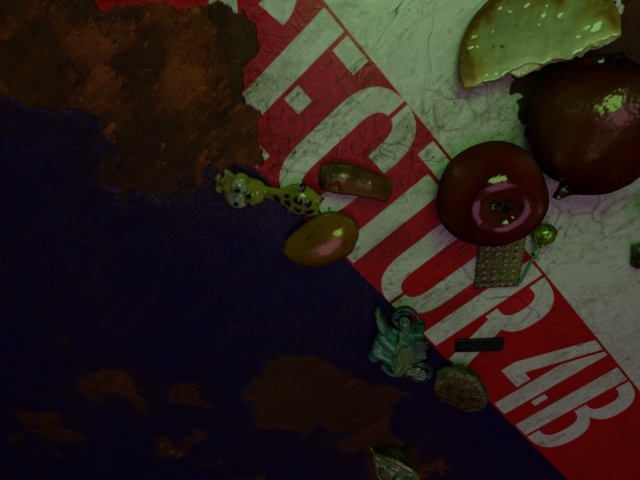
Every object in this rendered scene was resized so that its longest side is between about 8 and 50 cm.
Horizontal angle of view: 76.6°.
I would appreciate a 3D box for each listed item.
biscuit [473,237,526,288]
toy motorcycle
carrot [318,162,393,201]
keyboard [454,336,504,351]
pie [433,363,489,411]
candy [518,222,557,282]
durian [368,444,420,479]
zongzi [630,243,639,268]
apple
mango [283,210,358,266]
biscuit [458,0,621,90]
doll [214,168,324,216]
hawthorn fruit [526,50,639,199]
[{"bbox_3d":[0.517,0.033,1.166,0.139,0.016,0.231,-3,114,2],"label":"biscuit"},{"bbox_3d":[0.240,0.325,1.262,0.199,0.109,0.296,-6,116,15],"label":"toy motorcycle"},{"bbox_3d":[0.092,-0.155,1.059,0.194,0.087,0.087,8,113,-5],"label":"carrot"},{"bbox_3d":[0.510,0.336,1.302,0.155,0.010,0.053,-3,115,2],"label":"keyboard"},{"bbox_3d":[0.457,0.487,1.334,0.163,0.079,0.193,-21,111,18],"label":"pie"},{"bbox_3d":[0.606,0.040,1.150,0.062,0.058,0.193,30,120,32],"label":"candy"},{"bbox_3d":[0.257,0.820,1.479,0.208,0.102,0.146,34,109,12],"label":"durian"},{"bbox_3d":[0.927,0.036,1.155,0.084,0.040,0.076,-21,120,-9],"label":"zongzi"},{"bbox_3d":[0.415,-0.109,1.000,0.261,0.216,0.260,2,116,4],"label":"apple"},{"bbox_3d":[0.000,0.002,1.117,0.218,0.102,0.141,-16,106,6],"label":"mango"},{"bbox_3d":[0.454,-0.464,0.886,0.309,0.040,0.204,-12,84,26],"label":"biscuit"},{"bbox_3d":[-0.136,-0.123,1.075,0.292,0.086,0.117,11,133,-4],"label":"doll"},{"bbox_3d":[0.626,-0.259,0.904,0.295,0.295,0.311,-20,108,9],"label":"hawthorn fruit"}]
